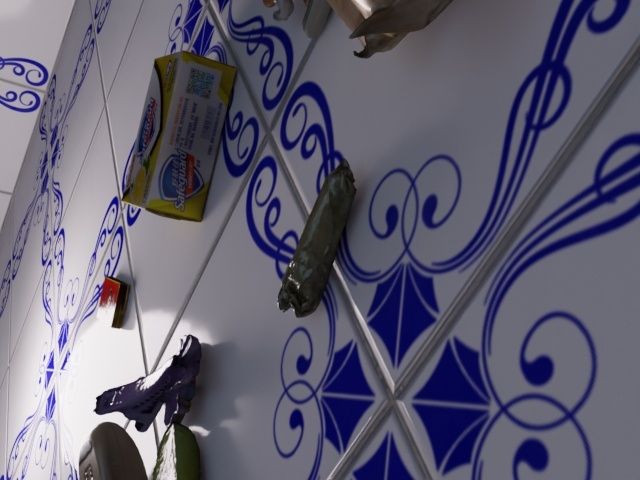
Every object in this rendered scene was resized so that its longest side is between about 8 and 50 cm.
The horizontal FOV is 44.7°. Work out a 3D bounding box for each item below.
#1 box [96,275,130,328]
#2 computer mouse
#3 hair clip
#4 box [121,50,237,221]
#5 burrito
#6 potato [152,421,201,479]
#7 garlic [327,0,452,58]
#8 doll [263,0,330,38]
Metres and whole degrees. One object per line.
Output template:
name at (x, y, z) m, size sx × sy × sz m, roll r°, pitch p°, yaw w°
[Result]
box at (-0.421, 0.123, 1.578) m, size 0.133 × 0.023 × 0.090 m, roll 11°, pitch 90°, yaw 62°
computer mouse at (-0.315, 0.399, 1.205) m, size 0.145 × 0.082 × 0.237 m, roll -51°, pitch 50°, yaw 42°
hair clip at (-0.235, 0.213, 1.159) m, size 0.278 × 0.090 × 0.137 m, roll -30°, pitch 39°, yaw 43°
box at (-0.240, -0.172, 1.304) m, size 0.168 × 0.097 × 0.265 m, roll 18°, pitch 94°, yaw 61°
burrito at (-0.001, 0.000, 0.863) m, size 0.058 × 0.045 × 0.188 m, roll 34°, pitch 106°, yaw 52°
potato at (-0.193, 0.349, 1.049) m, size 0.119 × 0.054 × 0.198 m, roll -48°, pitch 35°, yaw 41°
garlic at (0.034, -0.325, 0.740) m, size 0.313 × 0.249 × 0.286 m, roll 52°, pitch 140°, yaw 10°
doll at (-0.032, -0.385, 1.047) m, size 0.217 × 0.085 × 0.183 m, roll 46°, pitch 120°, yaw 37°
